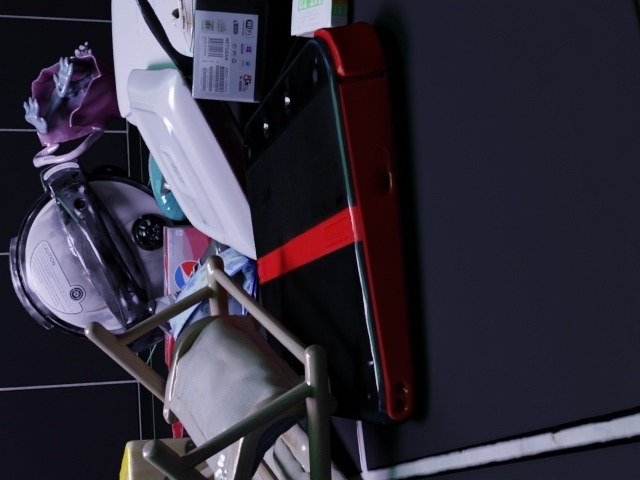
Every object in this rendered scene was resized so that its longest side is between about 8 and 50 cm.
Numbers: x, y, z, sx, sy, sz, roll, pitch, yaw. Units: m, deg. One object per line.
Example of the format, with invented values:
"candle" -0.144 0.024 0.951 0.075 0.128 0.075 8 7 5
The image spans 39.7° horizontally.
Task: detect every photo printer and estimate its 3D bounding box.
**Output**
"photo printer" -0.206 -0.329 1.320 0.308 0.107 0.255 -16 76 53

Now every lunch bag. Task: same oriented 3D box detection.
"lunch bag" -0.148 0.085 1.298 0.151 0.096 0.129 -60 20 2

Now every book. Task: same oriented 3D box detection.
"book" 0.005 -0.276 0.867 0.096 0.035 0.144 -162 73 -69

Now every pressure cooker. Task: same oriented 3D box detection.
"pressure cooker" -0.481 0.032 1.947 0.375 0.370 0.420 -71 15 -8

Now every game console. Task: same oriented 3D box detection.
"game console" 0.000 0.000 0.875 0.386 0.060 0.341 152 110 -73

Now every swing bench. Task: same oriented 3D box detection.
"swing bench" -0.079 0.190 0.851 0.253 0.165 0.254 35 150 57

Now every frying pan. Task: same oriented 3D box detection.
"frying pan" -0.160 -0.193 1.191 0.326 0.053 0.197 65 174 -9

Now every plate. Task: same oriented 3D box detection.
"plate" -0.179 -0.101 1.209 0.278 0.045 0.277 64 163 -20

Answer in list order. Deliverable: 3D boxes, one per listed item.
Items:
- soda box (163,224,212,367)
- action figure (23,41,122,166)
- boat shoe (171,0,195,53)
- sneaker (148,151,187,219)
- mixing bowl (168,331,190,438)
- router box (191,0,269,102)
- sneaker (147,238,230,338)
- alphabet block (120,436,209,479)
"soda box" -0.244 0.103 1.637 0.092 0.084 0.263 -168 77 -74
"action figure" -0.439 -0.308 1.943 0.248 0.370 0.275 0 96 31
"boat shoe" -0.161 -0.269 1.066 0.100 0.035 0.035 98 174 -51
"sneaker" -0.255 -0.179 1.615 0.121 0.108 0.302 -134 47 -73
"mixing bowl" -0.184 0.231 1.414 0.181 0.098 0.181 179 90 -73
"router box" -0.095 -0.334 1.021 0.243 0.081 0.308 -97 11 -69
"sneaker" -0.212 0.087 1.441 0.086 0.132 0.228 -110 25 -48
"alphabet block" -0.149 0.360 1.131 0.193 0.197 0.192 117 147 -58
